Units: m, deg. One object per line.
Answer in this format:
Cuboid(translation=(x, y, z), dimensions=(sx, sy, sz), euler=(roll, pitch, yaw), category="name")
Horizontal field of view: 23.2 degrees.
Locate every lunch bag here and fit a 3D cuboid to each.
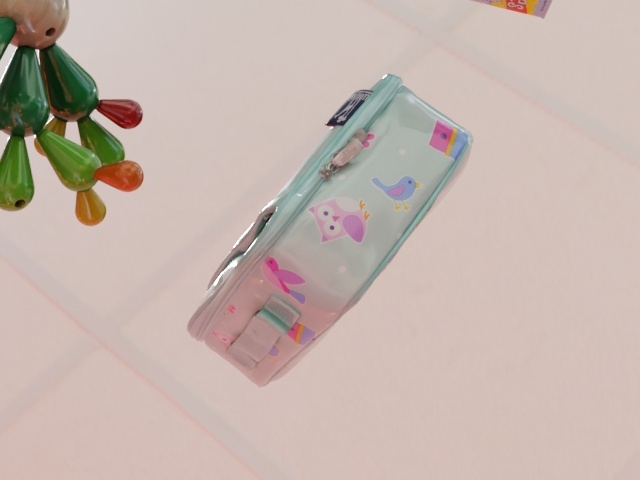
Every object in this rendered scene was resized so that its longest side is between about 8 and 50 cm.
Cuboid(translation=(0.000, 0.000, 1.259), dimensions=(0.108, 0.279, 0.224), euler=(41, -116, 2), category="lunch bag")

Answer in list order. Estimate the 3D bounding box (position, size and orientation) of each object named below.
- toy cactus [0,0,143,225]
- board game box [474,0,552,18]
Cuboid(translation=(-0.184, -0.109, 0.987), dimensions=(0.112, 0.219, 0.180), euler=(-3, -102, 38), category="toy cactus")
Cuboid(translation=(0.116, -0.347, 1.561), dimensions=(0.275, 0.144, 0.142), euler=(12, -136, -10), category="board game box")
